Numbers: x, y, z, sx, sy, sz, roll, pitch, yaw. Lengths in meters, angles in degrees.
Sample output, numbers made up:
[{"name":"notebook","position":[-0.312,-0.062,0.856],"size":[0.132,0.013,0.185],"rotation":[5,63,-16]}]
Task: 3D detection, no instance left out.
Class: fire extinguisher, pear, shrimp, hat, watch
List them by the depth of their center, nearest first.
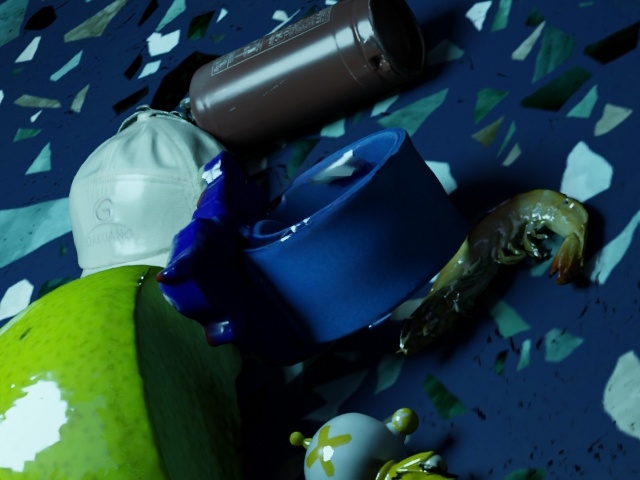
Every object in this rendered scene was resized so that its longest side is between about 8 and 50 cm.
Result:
[{"name":"shrimp","position":[0.139,0.031,1.437],"size":[0.124,0.034,0.178],"rotation":[15,56,49]},{"name":"pear","position":[-0.222,0.188,1.478],"size":[0.318,0.238,0.342],"rotation":[-25,38,13]},{"name":"watch","position":[0.005,0.001,1.484],"size":[0.200,0.171,0.196],"rotation":[-28,25,22]},{"name":"hat","position":[-0.190,0.000,1.726],"size":[0.219,0.164,0.226],"rotation":[-10,26,42]},{"name":"fire extinguisher","position":[-0.034,-0.143,1.753],"size":[0.269,0.105,0.105],"rotation":[-23,40,30]}]

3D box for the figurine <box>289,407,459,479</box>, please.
[{"name":"figurine","position":[0.043,0.177,1.363],"size":[0.101,0.068,0.143],"rotation":[-47,50,10]}]
